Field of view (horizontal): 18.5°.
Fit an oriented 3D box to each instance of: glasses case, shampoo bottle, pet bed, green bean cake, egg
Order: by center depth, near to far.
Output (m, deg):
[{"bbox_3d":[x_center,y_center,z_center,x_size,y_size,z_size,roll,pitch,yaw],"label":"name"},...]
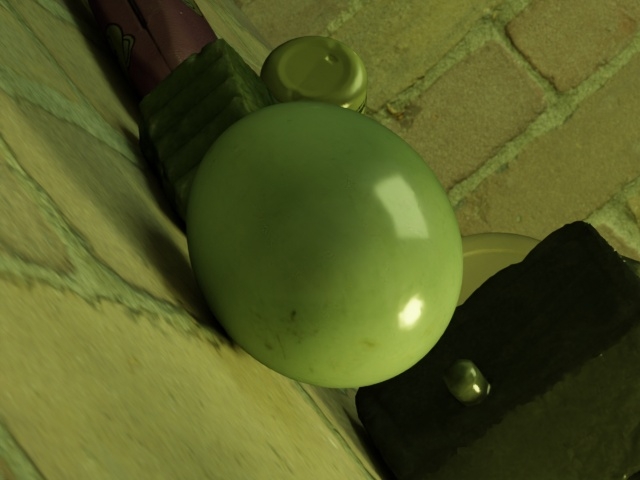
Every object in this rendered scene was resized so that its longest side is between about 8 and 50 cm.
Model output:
[{"bbox_3d":[0.000,0.000,1.122,0.149,0.149,0.192,43,7,-49],"label":"egg"},{"bbox_3d":[0.151,0.109,1.267,0.183,0.211,0.159,56,5,25],"label":"pet bed"},{"bbox_3d":[-0.032,-0.025,1.319,0.183,0.094,0.185,47,7,-32],"label":"green bean cake"},{"bbox_3d":[-0.006,-0.075,1.475,0.079,0.079,0.162,53,-22,31],"label":"shampoo bottle"},{"bbox_3d":[-0.124,-0.158,1.543,0.123,0.076,0.316,53,4,-38],"label":"glasses case"}]

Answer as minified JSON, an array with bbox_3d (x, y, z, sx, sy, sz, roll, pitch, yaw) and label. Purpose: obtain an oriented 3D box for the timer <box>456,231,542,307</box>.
[{"bbox_3d":[0.146,0.132,1.600,0.175,0.175,0.266,53,-12,30],"label":"timer"}]
